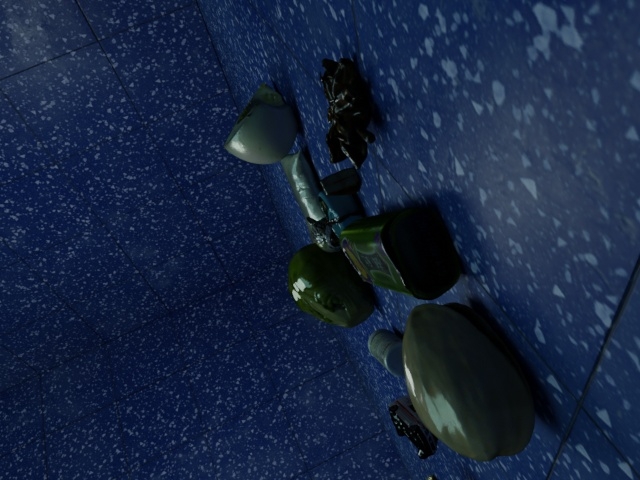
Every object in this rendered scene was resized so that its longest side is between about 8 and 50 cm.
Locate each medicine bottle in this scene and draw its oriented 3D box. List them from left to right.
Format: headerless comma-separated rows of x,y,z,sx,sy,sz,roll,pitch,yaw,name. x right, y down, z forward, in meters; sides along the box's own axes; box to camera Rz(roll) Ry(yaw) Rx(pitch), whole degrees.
0.184,0.287,1.400,0.183,0.086,0.086,-163,48,-81,medicine bottle

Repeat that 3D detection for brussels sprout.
0.030,0.136,1.579,0.271,0.210,0.219,47,146,17,brussels sprout

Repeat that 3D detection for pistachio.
0.197,0.189,0.749,0.157,0.157,0.230,77,172,-59,pistachio

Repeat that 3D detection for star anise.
0.044,-0.177,0.839,0.177,0.073,0.234,90,172,-55,star anise

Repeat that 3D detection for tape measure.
0.045,-0.065,1.238,0.125,0.080,0.146,62,173,-1,tape measure

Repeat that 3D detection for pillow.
-0.037,-0.149,1.589,0.254,0.078,0.144,66,163,-11,pillow

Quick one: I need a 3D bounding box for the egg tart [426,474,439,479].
0.378,0.741,1.335,0.342,0.132,0.341,62,172,15,egg tart

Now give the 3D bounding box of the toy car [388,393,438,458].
0.265,0.488,1.440,0.090,0.108,0.209,69,168,-11,toy car

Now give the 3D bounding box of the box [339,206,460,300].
0.120,0.017,0.914,0.134,0.097,0.345,57,173,-3,box

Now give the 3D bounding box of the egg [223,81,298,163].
-0.152,-0.302,1.508,0.161,0.206,0.271,34,-167,-18,egg

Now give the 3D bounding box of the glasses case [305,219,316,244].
0.000,0.000,1.884,0.299,0.060,0.114,76,170,-57,glasses case

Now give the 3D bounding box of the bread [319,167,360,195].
0.054,-0.122,1.115,0.108,0.062,0.043,-9,-109,-53,bread

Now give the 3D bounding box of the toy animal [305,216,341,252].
0.017,-0.032,1.493,0.137,0.098,0.098,45,170,7,toy animal
